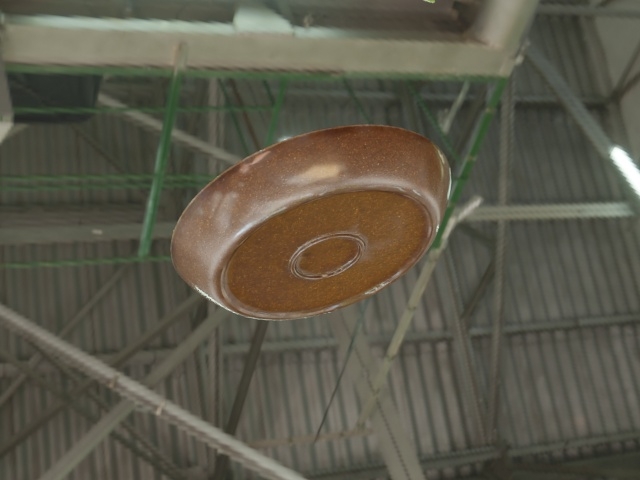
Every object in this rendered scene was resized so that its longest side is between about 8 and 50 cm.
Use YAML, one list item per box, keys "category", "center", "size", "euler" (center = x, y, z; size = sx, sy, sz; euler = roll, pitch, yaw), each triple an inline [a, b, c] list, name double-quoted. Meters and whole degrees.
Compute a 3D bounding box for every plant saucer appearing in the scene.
- category: "plant saucer"
  center: [0.000, 0.000, 0.566]
  size: [0.168, 0.168, 0.029]
  euler: [-4, -123, -24]

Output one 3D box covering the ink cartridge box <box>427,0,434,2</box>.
- category: "ink cartridge box"
  center: [0.055, -0.343, 0.789]
  size: [0.188, 0.255, 0.097]
  euler: [11, 180, -20]
